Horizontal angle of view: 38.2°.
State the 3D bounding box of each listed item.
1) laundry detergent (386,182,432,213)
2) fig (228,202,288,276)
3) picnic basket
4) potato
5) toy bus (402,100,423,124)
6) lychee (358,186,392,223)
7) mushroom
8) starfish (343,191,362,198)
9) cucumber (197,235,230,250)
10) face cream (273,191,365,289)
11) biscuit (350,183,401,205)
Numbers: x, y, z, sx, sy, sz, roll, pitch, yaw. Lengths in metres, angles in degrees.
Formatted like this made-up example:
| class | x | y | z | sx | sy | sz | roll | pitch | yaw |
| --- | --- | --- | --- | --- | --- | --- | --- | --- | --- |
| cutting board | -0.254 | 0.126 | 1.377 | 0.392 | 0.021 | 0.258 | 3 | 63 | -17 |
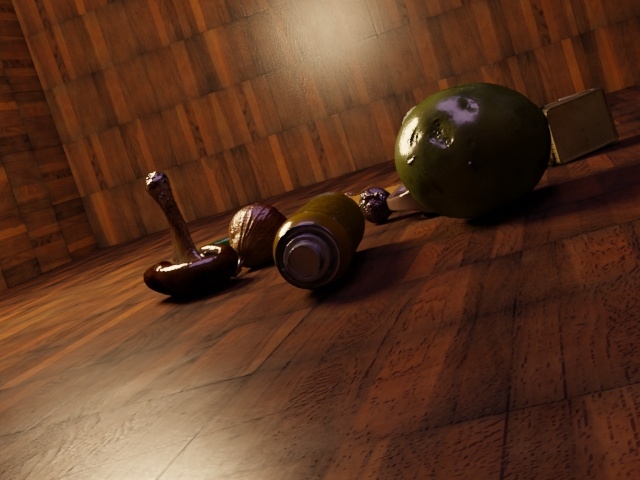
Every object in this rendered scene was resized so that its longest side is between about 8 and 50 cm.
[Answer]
| class | x | y | z | sx | sy | sz | roll | pitch | yaw |
| --- | --- | --- | --- | --- | --- | --- | --- | --- | --- |
| laundry detergent | 0.189 | -0.090 | 1.657 | 0.171 | 0.076 | 0.237 | -21 | 7 | -24 |
| fig | -0.108 | 0.008 | 1.663 | 0.119 | 0.152 | 0.119 | -4 | -34 | -2 |
| picnic basket | 0.476 | -0.216 | 1.765 | 0.164 | 0.115 | 0.079 | -21 | 9 | -22 |
| potato | 0.235 | -0.139 | 1.390 | 0.216 | 0.215 | 0.304 | -13 | 11 | 38 |
| toy bus | 0.259 | -0.227 | 2.159 | 0.087 | 0.193 | 0.089 | -24 | 0 | -40 |
| lychee | 0.103 | -0.065 | 1.717 | 0.068 | 0.067 | 0.083 | 18 | -20 | 5 |
| mushroom | -0.243 | -0.016 | 1.570 | 0.148 | 0.217 | 0.227 | -21 | 7 | -34 |
| starfish | 0.076 | -0.096 | 2.191 | 0.133 | 0.041 | 0.130 | -18 | 8 | -2 |
| cucumber | -0.220 | 0.014 | 2.093 | 0.155 | 0.037 | 0.037 | -19 | 6 | -11 |
| face cream | 0.000 | 0.000 | 1.279 | 0.105 | 0.104 | 0.348 | -17 | 6 | 8 |
| biscuit | 0.113 | -0.079 | 1.973 | 0.237 | 0.013 | 0.232 | -15 | 14 | 31 |
